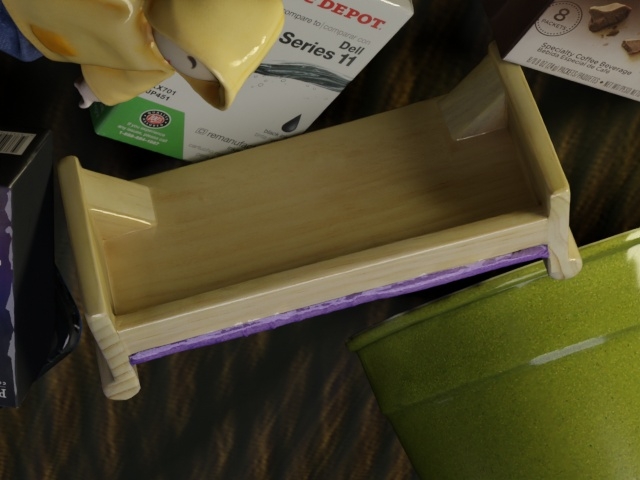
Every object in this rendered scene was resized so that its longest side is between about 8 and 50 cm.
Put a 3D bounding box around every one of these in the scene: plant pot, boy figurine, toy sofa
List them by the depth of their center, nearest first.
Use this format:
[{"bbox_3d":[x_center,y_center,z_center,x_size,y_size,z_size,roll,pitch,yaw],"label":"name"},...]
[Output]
[{"bbox_3d":[-0.159,-0.142,1.119,0.285,0.092,0.177,12,150,18],"label":"boy figurine"},{"bbox_3d":[0.000,0.000,1.252,0.363,0.150,0.177,-15,146,-2],"label":"toy sofa"},{"bbox_3d":[0.248,0.194,1.435,0.367,0.352,0.366,-18,173,-2],"label":"plant pot"}]

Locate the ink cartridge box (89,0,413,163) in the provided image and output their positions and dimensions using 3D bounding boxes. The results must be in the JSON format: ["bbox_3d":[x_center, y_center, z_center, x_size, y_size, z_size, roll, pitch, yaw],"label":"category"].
[{"bbox_3d":[-0.055,-0.152,1.229,0.153,0.086,0.208,16,134,-33],"label":"ink cartridge box"}]

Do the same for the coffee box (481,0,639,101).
[{"bbox_3d":[0.281,-0.192,1.250,0.297,0.118,0.168,14,136,-30],"label":"coffee box"}]

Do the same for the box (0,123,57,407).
[{"bbox_3d":[-0.331,0.006,1.226,0.261,0.103,0.184,7,120,7],"label":"box"}]

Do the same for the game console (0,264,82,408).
[{"bbox_3d":[-0.377,0.049,1.336,0.293,0.250,0.173,-37,164,29],"label":"game console"}]
